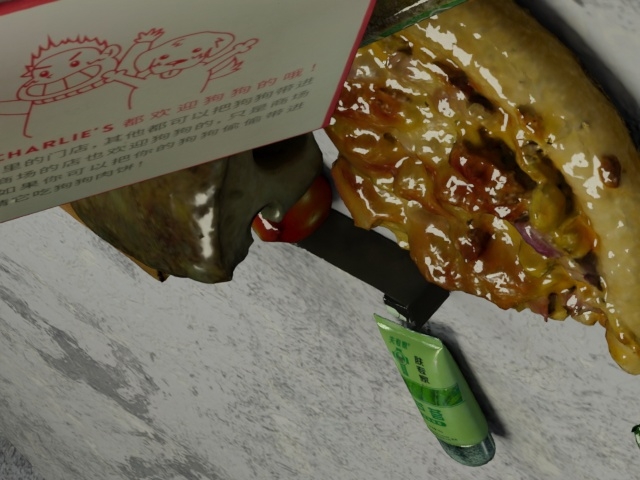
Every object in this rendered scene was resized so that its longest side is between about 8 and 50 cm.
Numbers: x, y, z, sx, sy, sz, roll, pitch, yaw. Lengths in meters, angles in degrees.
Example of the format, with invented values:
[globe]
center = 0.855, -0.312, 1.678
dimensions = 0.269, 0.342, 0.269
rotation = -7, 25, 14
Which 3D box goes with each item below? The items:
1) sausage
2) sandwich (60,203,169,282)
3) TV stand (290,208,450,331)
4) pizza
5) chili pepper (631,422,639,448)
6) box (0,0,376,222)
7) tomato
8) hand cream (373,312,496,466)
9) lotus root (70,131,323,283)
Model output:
[sausage]
center = 0.065, -0.151, 1.138
dimensions = 0.269, 0.033, 0.033
rotation = -20, 119, 39
[sandwich]
center = -0.191, -0.079, 1.785
dimensions = 0.186, 0.108, 0.220
rotation = 37, 161, 12
[TV stand]
center = 0.000, 0.000, 1.679
dimensions = 0.256, 0.049, 0.040
rotation = 29, 157, 33
[pizza]
center = 0.098, -0.067, 1.288
dimensions = 0.409, 0.114, 0.278
rotation = 54, 152, -18
[chili pepper]
center = 0.304, 0.157, 1.421
dimensions = 0.108, 0.062, 0.216
rotation = 56, 157, -16
[box]
center = -0.156, -0.206, 1.034
dimensions = 0.312, 0.314, 0.300
rotation = 115, 135, -69
[tomato]
center = -0.034, -0.037, 1.632
dimensions = 0.087, 0.075, 0.087
rotation = 40, 162, 16
[hand cream]
center = 0.112, 0.143, 1.764
dimensions = 0.095, 0.046, 0.175
rotation = 22, 150, 50
[lotus root]
center = -0.114, -0.112, 1.368
dimensions = 0.314, 0.210, 0.142
rotation = 35, 162, 51
